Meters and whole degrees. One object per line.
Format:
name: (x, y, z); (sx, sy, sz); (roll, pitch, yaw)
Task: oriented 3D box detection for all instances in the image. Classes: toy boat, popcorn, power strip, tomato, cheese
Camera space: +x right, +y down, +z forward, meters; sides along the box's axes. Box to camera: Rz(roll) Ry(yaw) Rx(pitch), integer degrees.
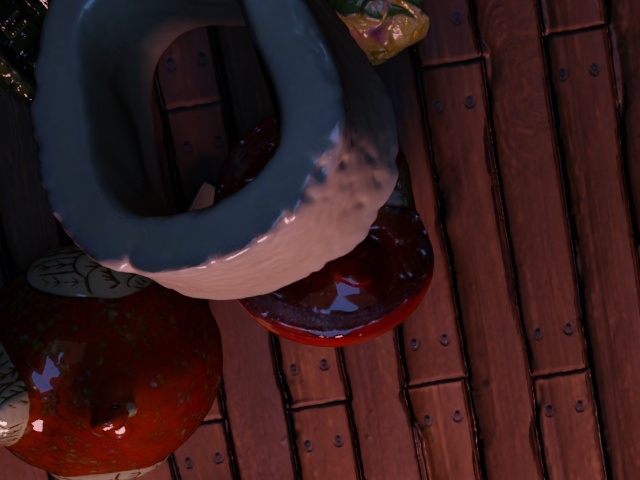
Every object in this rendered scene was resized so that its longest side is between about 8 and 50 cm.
toy boat: (-0.281, -0.198, 1.703); (0.104, 0.052, 0.210); (-47, 125, -10)
popcorn: (0.051, -0.218, 1.704); (0.097, 0.109, 0.089); (33, 68, -42)
power strip: (-0.119, -0.007, 1.792); (0.051, 0.019, 0.136); (29, 102, -5)
tomato: (0.000, 0.000, 1.735); (0.200, 0.139, 0.233); (-10, 70, -3)
cheese: (-0.099, -0.120, 1.622); (0.292, 0.153, 0.332); (-24, 71, 18)

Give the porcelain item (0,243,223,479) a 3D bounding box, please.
porcelain item: (-0.215, 0.130, 1.717); (0.252, 0.253, 0.253); (0, 104, 0)
